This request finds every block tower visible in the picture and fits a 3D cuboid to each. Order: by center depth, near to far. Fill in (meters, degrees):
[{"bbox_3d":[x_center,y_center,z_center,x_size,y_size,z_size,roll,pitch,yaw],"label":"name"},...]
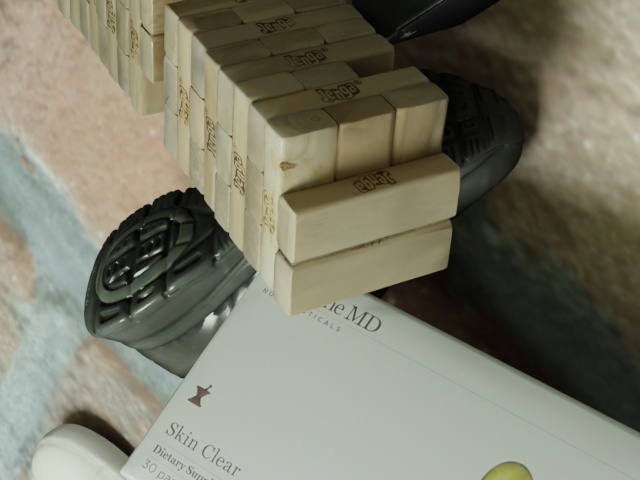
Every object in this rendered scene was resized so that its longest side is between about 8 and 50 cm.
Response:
[{"bbox_3d":[-0.050,-0.103,0.727,0.335,0.097,0.091,49,145,43],"label":"block tower"}]

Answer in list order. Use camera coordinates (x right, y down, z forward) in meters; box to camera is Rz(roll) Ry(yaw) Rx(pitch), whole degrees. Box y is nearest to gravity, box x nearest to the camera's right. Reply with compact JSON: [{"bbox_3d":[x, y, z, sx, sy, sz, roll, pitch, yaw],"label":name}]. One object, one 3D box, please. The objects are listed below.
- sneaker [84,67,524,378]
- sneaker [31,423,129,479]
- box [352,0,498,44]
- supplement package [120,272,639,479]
[{"bbox_3d":[0.000,0.000,0.804,0.286,0.109,0.130,-26,132,26],"label":"sneaker"},{"bbox_3d":[-0.152,0.276,1.005,0.106,0.123,0.290,-37,80,42],"label":"sneaker"},{"bbox_3d":[0.070,-0.204,0.673,0.156,0.093,0.158,-28,87,40],"label":"box"},{"bbox_3d":[0.068,0.152,0.707,0.262,0.145,0.204,26,163,29],"label":"supplement package"}]
